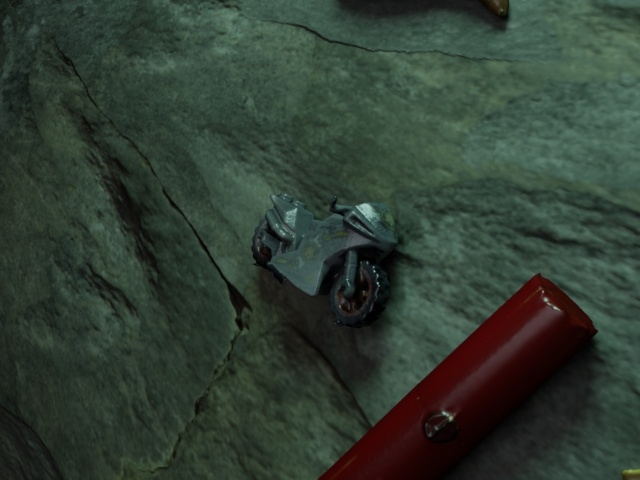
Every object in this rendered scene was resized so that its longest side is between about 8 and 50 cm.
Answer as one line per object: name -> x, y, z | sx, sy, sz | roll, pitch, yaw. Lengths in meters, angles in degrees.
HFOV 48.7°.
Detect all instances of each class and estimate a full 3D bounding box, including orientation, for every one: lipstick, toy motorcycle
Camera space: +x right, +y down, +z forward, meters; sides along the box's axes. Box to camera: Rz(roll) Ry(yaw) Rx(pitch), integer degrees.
lipstick -> 0.102, 0.146, 0.586 | 0.279, 0.073, 0.073 | -50, 49, 19
toy motorcycle -> 0.000, 0.000, 0.723 | 0.215, 0.080, 0.122 | 30, 97, 48

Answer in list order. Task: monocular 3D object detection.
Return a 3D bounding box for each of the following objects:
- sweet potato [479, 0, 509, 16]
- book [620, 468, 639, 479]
sweet potato -> 0.100, -0.293, 0.748 | 0.255, 0.058, 0.078 | 27, 111, 41
book -> 0.364, 0.232, 0.347 | 0.374, 0.028, 0.262 | -20, 63, 36
